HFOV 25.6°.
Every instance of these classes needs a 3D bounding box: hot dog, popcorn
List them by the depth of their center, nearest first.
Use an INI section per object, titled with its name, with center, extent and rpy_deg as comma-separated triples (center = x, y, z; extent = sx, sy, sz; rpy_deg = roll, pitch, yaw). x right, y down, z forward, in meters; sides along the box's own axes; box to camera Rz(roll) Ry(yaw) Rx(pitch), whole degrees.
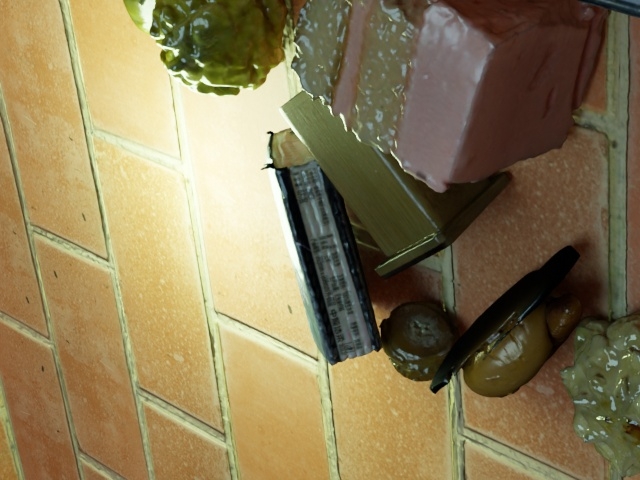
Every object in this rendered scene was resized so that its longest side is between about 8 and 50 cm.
[hot dog]
center = 0.305, 0.156, 2.140
extent = 0.107, 0.194, 0.326
rpy_deg = 38, 148, -4
[popcorn]
center = -0.172, -0.364, 2.352
extent = 0.225, 0.249, 0.249
rpy_deg = -117, 23, -53

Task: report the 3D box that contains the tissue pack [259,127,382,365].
[tissue pack]
center = 0.000, 0.000, 2.359
extent = 0.259, 0.122, 0.361
rpy_deg = -102, -4, -73

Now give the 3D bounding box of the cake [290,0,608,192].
[cake]
center = 0.175, -0.269, 1.907
extent = 0.307, 0.314, 0.293
rpy_deg = 42, 138, 27

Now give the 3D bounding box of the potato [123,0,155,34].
[potato]
center = -0.293, -0.468, 2.497
extent = 0.160, 0.111, 0.271
rpy_deg = 45, 142, 17

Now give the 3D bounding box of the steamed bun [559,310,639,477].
[steamed bun]
center = 0.457, 0.243, 2.053
extent = 0.295, 0.137, 0.292
rpy_deg = 50, 145, 12

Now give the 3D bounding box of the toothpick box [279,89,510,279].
[toothpick box]
center = 0.102, -0.133, 2.140
extent = 0.308, 0.190, 0.187
rpy_deg = 52, 145, -5

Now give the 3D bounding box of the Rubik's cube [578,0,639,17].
[Rubik's cube]
center = 0.473, -0.397, 1.459
extent = 0.316, 0.313, 0.318
rpy_deg = 27, 131, 37

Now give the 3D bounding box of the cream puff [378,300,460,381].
[cream puff]
center = 0.167, 0.175, 2.361
extent = 0.144, 0.126, 0.103
rpy_deg = 47, 158, 32
